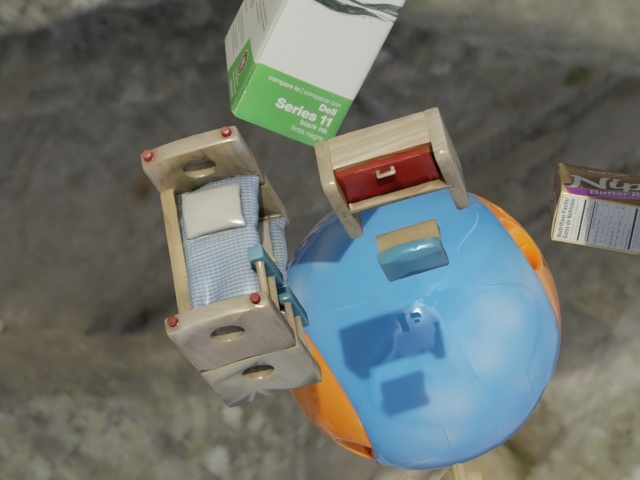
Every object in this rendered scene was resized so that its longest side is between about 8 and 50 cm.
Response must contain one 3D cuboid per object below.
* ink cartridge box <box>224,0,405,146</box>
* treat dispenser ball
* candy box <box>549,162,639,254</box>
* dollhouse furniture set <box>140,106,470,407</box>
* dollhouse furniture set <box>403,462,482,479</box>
[{"bbox_3d":[0.008,-0.198,1.399,0.086,0.153,0.208,21,115,-15],"label":"ink cartridge box"},{"bbox_3d":[0.098,0.085,1.829,0.288,0.288,0.288,-32,139,-33],"label":"treat dispenser ball"},{"bbox_3d":[0.312,-0.023,1.723,0.109,0.186,0.053,-70,171,-71],"label":"candy box"},{"bbox_3d":[0.000,0.000,1.134,0.183,0.129,0.129,-16,152,8],"label":"dollhouse furniture set"},{"bbox_3d":[0.095,0.218,1.363,0.101,0.161,0.182,5,142,-22],"label":"dollhouse furniture set"}]
